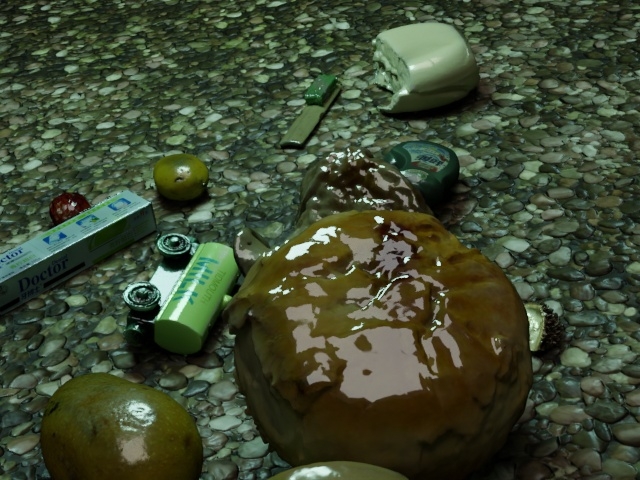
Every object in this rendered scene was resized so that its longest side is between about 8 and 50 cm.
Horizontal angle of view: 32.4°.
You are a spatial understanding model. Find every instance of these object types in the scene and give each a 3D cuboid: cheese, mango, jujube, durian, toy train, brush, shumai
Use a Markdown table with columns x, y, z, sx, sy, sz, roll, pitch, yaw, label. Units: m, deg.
| x | y | z | sx | sy | sz | roll | pitch | yaw | label |
| --- | --- | --- | --- | --- | --- | --- | --- | --- | --- |
| 0.214 | -0.373 | 2.360 | 0.233 | 0.127 | 0.266 | -15 | 30 | -4 | cheese |
| -0.278 | -0.127 | 2.141 | 0.103 | 0.076 | 0.161 | -29 | 28 | -18 | mango |
| -0.470 | -0.053 | 2.073 | 0.077 | 0.077 | 0.129 | -18 | 22 | -15 | jujube |
| 0.325 | 0.126 | 1.639 | 0.066 | 0.052 | 0.130 | -43 | 23 | 19 | durian |
| -0.215 | 0.085 | 1.774 | 0.157 | 0.105 | 0.253 | 13 | 38 | 9 | toy train |
| -0.019 | -0.279 | 2.345 | 0.054 | 0.048 | 0.282 | 1 | 35 | 21 | brush |
| -0.274 | 0.259 | 1.451 | 0.176 | 0.176 | 0.329 | 24 | 5 | -43 | mango |
| 0.016 | 0.018 | 1.653 | 0.262 | 0.267 | 0.314 | -27 | 30 | -31 | shumai |

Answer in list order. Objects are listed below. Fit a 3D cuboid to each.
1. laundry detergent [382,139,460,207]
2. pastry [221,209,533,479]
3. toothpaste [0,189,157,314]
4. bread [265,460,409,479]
| x | y | z | sx | sy | sz | roll | pitch | yaw | label |
| --- | --- | --- | --- | --- | --- | --- | --- | --- | --- |
| 0.165 | -0.108 | 1.970 | 0.144 | 0.078 | 0.222 | 13 | 30 | 15 | laundry detergent |
| 0.073 | 0.150 | 1.426 | 0.409 | 0.245 | 0.410 | 1 | 49 | -1 | pastry |
| -0.453 | 0.015 | 1.963 | 0.336 | 0.067 | 0.081 | -32 | 39 | -31 | toothpaste |
| -0.025 | 0.344 | 1.218 | 0.156 | 0.261 | 0.158 | 23 | 35 | -25 | bread |
